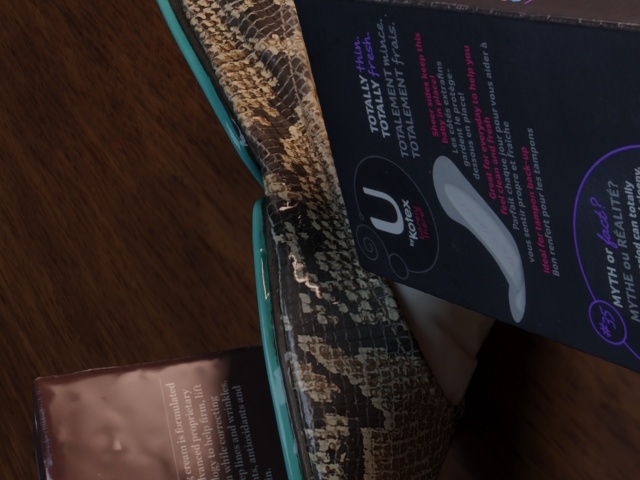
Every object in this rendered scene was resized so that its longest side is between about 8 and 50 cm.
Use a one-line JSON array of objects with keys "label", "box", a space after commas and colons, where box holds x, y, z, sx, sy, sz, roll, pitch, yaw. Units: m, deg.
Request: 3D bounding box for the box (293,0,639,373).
[{"label": "box", "box": [0.133, -0.055, 0.649, 0.270, 0.143, 0.165, 20, 130, 52]}]

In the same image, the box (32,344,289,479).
[{"label": "box", "box": [-0.083, 0.179, 0.953, 0.167, 0.203, 0.168, 116, 145, -65]}]

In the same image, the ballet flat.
[{"label": "ballet flat", "box": [0.022, -0.040, 0.878, 0.182, 0.164, 0.483, -23, 60, 11]}]
